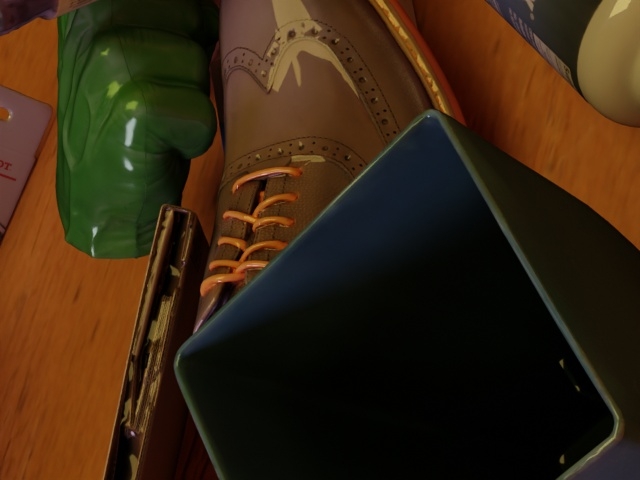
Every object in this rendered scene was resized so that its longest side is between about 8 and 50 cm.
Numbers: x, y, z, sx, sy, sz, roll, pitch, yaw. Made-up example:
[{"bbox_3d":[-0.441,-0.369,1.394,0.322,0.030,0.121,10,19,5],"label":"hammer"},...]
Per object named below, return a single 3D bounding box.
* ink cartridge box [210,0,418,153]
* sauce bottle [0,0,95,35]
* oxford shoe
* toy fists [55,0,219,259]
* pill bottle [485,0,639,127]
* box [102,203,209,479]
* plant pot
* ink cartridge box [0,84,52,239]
[{"bbox_3d":[0.001,-0.086,1.040,0.122,0.052,0.088,-28,60,34],"label":"ink cartridge box"},{"bbox_3d":[-0.046,-0.217,0.965,0.111,0.344,0.111,48,152,36],"label":"sauce bottle"},{"bbox_3d":[0.000,0.000,0.912,0.130,0.133,0.363,-25,72,35],"label":"oxford shoe"},{"bbox_3d":[-0.109,-0.121,1.061,0.279,0.096,0.142,-98,12,-51],"label":"toy fists"},{"bbox_3d":[0.155,-0.119,0.874,0.108,0.108,0.180,-52,49,16],"label":"pill bottle"},{"bbox_3d":[-0.087,0.076,0.988,0.021,0.201,0.164,11,82,1],"label":"box"},{"bbox_3d":[0.096,0.086,0.767,0.165,0.234,0.165,-44,50,23],"label":"plant pot"},{"bbox_3d":[-0.270,-0.032,1.233,0.060,0.104,0.180,27,94,45],"label":"ink cartridge box"}]
